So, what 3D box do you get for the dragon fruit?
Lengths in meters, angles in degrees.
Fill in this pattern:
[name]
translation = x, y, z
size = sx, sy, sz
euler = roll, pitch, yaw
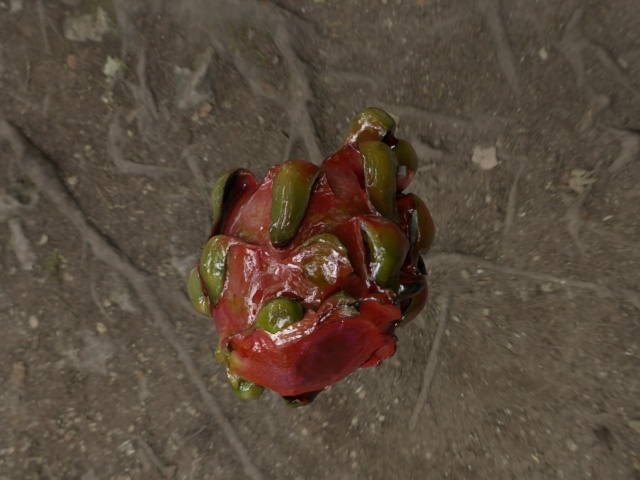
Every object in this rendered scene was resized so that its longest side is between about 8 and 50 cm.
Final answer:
[dragon fruit]
translation = 0.009, 0.015, 0.655
size = 0.307, 0.227, 0.243
euler = -24, 70, -25
